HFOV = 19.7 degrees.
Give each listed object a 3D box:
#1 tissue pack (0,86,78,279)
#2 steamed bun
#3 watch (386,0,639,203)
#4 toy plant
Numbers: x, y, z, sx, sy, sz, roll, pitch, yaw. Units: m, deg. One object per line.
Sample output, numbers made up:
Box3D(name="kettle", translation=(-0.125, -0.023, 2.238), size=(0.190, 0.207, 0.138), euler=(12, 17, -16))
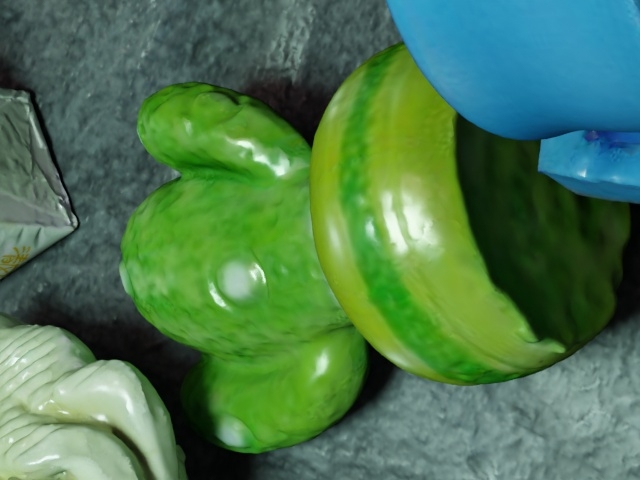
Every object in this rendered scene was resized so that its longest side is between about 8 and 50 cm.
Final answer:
Box3D(name="tissue pack", translation=(-0.310, -0.009, 1.212), size=(0.225, 0.185, 0.124), euler=(-30, 73, 29))
Box3D(name="steamed bun", translation=(-0.198, 0.201, 1.114), size=(0.268, 0.207, 0.280), euler=(-48, 34, -21))
Box3D(name="watch", translation=(0.169, -0.184, 0.834), size=(0.241, 0.274, 0.305), euler=(-1, 62, 43))
Box3D(name="toy plant", translation=(0.000, 0.000, 1.029), size=(0.316, 0.184, 0.224), euler=(-17, 97, 42))
